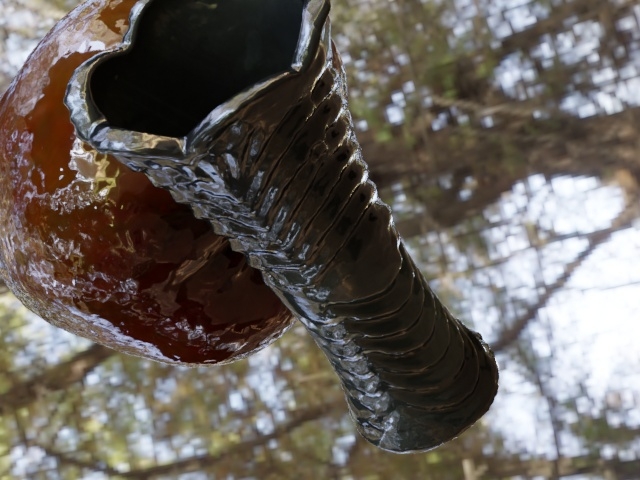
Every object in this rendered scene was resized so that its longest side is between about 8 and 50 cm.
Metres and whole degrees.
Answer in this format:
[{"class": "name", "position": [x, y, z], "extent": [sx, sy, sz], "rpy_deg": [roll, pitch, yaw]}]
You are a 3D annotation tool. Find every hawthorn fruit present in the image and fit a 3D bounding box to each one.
[{"class": "hawthorn fruit", "position": [-0.107, -0.036, 0.817], "extent": [0.224, 0.261, 0.224], "rpy_deg": [6, -98, -46]}]

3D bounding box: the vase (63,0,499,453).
[{"class": "vase", "position": [0.000, 0.000, 0.604], "extent": [0.237, 0.115, 0.115], "rpy_deg": [57, -147, -41]}]
